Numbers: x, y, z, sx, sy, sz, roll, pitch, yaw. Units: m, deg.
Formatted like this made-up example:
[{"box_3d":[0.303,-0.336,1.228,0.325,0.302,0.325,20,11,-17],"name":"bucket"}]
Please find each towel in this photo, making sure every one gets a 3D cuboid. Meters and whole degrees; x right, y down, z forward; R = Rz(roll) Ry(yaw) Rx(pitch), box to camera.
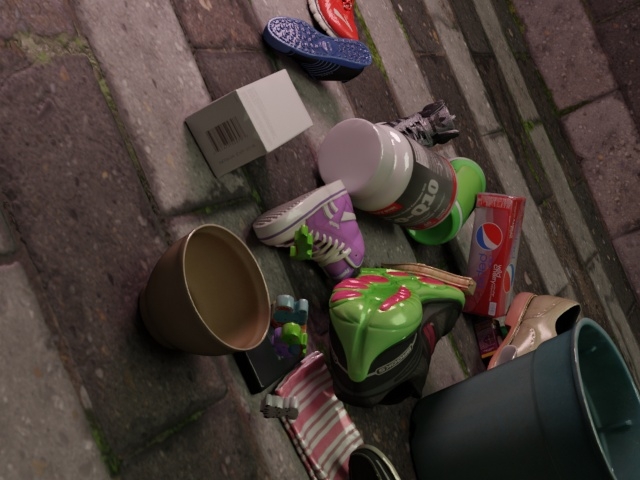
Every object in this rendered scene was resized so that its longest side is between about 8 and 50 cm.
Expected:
[{"box_3d":[0.006,0.275,1.343,0.197,0.029,0.144,64,29,-6],"name":"towel"}]

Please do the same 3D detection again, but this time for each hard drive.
[{"box_3d":[-0.077,0.150,1.300,0.135,0.022,0.094,-28,95,-62],"name":"hard drive"}]

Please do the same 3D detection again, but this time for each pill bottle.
[{"box_3d":[0.128,-0.121,1.706,0.283,0.161,0.161,17,55,-54],"name":"pill bottle"}]

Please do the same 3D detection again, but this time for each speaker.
[{"box_3d":[0.270,-0.089,1.965,0.131,0.131,0.296,62,29,-8],"name":"speaker"}]

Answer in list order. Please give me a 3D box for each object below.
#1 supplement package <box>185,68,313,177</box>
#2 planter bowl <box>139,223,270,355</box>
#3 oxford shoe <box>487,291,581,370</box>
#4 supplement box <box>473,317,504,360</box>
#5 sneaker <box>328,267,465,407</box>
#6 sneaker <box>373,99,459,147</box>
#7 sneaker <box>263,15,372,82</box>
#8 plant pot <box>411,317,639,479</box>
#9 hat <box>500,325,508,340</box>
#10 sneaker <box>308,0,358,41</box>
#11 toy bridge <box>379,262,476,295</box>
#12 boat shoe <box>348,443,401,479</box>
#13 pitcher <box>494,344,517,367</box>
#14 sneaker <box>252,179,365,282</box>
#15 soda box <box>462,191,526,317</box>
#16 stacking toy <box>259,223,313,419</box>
[{"box_3d":[-0.106,-0.183,1.412,0.105,0.105,0.179,62,29,-8],"name":"supplement package"},{"box_3d":[-0.154,0.073,1.134,0.162,0.109,0.162,40,38,-41],"name":"planter bowl"},{"box_3d":[0.445,0.272,1.911,0.140,0.146,0.397,51,49,-41],"name":"oxford shoe"},{"box_3d":[0.371,0.215,1.996,0.055,0.043,0.083,20,53,-53],"name":"supplement box"},{"box_3d":[0.111,0.158,1.503,0.483,0.185,0.202,-5,108,-68],"name":"sneaker"},{"box_3d":[0.196,-0.226,1.908,0.101,0.153,0.268,64,28,-3],"name":"sneaker"},{"box_3d":[-0.017,-0.348,1.726,0.232,0.090,0.081,12,58,-32],"name":"sneaker"},{"box_3d":[0.358,0.344,1.574,0.341,0.334,0.341,38,40,-41],"name":"plant pot"},{"box_3d":[0.523,0.266,2.071,0.173,0.183,0.209,-10,78,-62],"name":"hat"},{"box_3d":[0.040,-0.529,1.902,0.107,0.118,0.279,16,56,-54],"name":"sneaker"},{"box_3d":[0.189,0.063,1.650,0.063,0.188,0.026,40,65,-53],"name":"toy bridge"},{"box_3d":[0.080,0.409,1.303,0.079,0.084,0.233,-9,87,-51],"name":"boat shoe"},{"box_3d":[0.391,0.331,1.775,0.207,0.178,0.125,40,13,-8],"name":"pitcher"},{"box_3d":[0.001,0.000,1.468,0.282,0.102,0.161,-27,96,-62],"name":"sneaker"},{"box_3d":[0.375,0.030,1.979,0.092,0.083,0.263,-2,101,-59],"name":"soda box"},{"box_3d":[-0.044,0.111,1.188,0.221,0.052,0.167,98,-4,-51],"name":"stacking toy"}]
